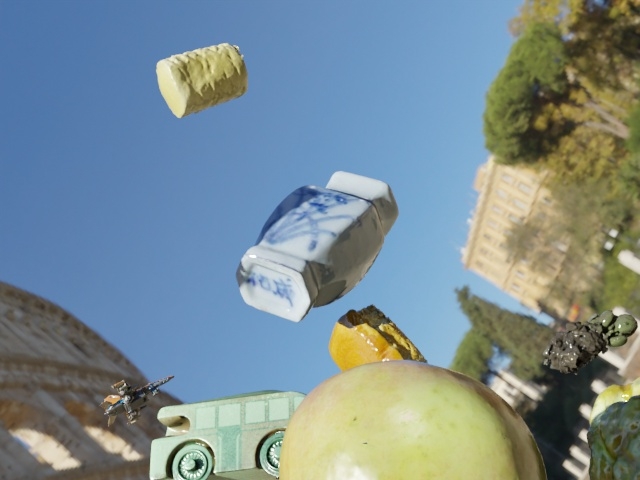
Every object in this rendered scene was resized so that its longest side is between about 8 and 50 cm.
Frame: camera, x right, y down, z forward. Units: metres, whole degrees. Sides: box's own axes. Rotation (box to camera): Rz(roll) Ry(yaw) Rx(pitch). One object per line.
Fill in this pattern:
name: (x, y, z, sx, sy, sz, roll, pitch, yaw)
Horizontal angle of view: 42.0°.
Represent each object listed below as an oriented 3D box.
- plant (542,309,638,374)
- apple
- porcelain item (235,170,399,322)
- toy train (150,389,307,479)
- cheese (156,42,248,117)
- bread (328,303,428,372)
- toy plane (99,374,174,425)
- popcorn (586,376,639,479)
plant: (0.446, 0.160, 1.367, 0.174, 0.087, 0.085, -22, 1, -11)
apple: (0.104, 0.303, 0.973, 0.319, 0.319, 0.277, 91, -176, -53)
porcelain item: (0.000, 0.000, 1.758, 0.405, 0.243, 0.178, -43, -37, -50)
toy train: (-0.116, 0.334, 1.360, 0.129, 0.326, 0.159, 62, -158, -59)
cheese: (-0.236, -0.327, 1.688, 0.167, 0.094, 0.123, -25, -76, -32)
bread: (0.126, 0.254, 1.739, 0.121, 0.245, 0.174, -26, -26, -29)
toy plane: (-0.432, 0.374, 1.995, 0.188, 0.062, 0.135, -20, -54, -18)
popcorn: (0.590, 0.382, 1.388, 0.279, 0.274, 0.335, -5, -86, -59)
